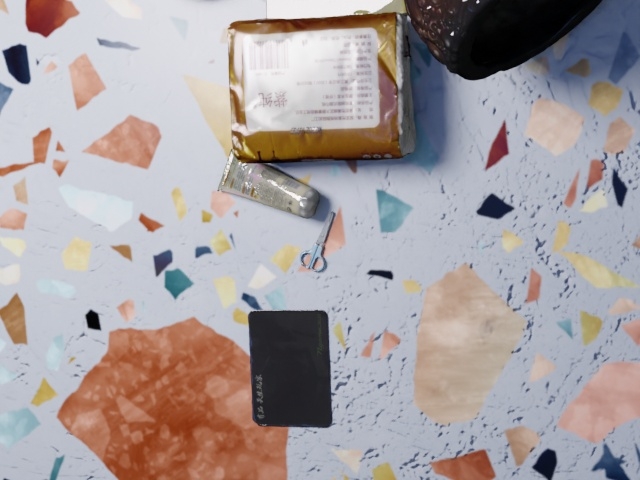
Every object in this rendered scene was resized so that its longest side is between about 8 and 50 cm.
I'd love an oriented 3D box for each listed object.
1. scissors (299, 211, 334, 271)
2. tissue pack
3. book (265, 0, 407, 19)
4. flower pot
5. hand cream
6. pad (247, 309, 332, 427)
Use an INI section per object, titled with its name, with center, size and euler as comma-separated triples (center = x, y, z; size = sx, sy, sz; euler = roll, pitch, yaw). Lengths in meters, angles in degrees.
[scissors]
center = 0.000, 0.000, 1.671
size = 0.036, 0.006, 0.083
euler = 25, 101, 15
[tissue pack]
center = 0.002, -0.190, 1.608
size = 0.226, 0.092, 0.183
euler = -1, 97, 15
[book]
center = 0.019, -0.365, 1.630
size = 0.192, 0.013, 0.167
euler = 0, 95, 17
[flower pot]
center = 0.177, -0.361, 1.466
size = 0.266, 0.266, 0.267
euler = -41, 70, 16
[hand cream]
center = -0.066, -0.068, 1.674
size = 0.143, 0.039, 0.061
euler = 24, 100, 22
[pad]
center = -0.041, 0.169, 1.700
size = 0.112, 0.003, 0.157
euler = -1, 94, 18
